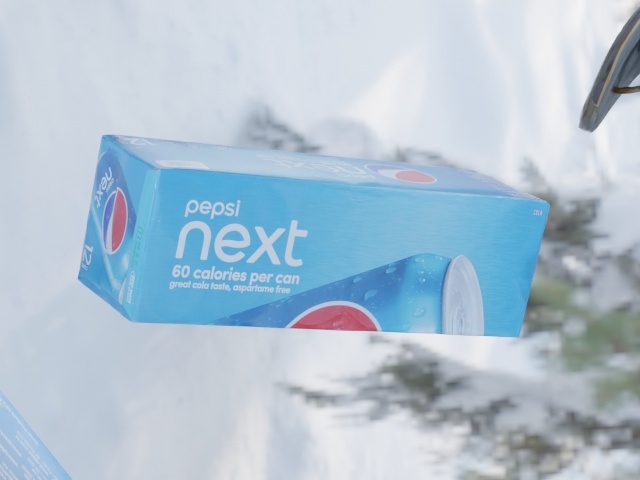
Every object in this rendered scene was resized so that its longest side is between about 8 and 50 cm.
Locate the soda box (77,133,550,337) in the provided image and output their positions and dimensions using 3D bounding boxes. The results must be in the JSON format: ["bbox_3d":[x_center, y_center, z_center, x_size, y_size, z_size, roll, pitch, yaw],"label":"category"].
[{"bbox_3d":[0.000,0.000,0.793,0.067,0.210,0.071,31,-67,57],"label":"soda box"}]

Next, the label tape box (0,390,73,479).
[{"bbox_3d":[-0.326,0.296,1.547,0.241,0.106,0.334,55,19,-17],"label":"label tape box"}]

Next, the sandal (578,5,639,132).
[{"bbox_3d":[0.297,-0.167,1.436,0.219,0.060,0.090,-42,158,-23],"label":"sandal"}]
